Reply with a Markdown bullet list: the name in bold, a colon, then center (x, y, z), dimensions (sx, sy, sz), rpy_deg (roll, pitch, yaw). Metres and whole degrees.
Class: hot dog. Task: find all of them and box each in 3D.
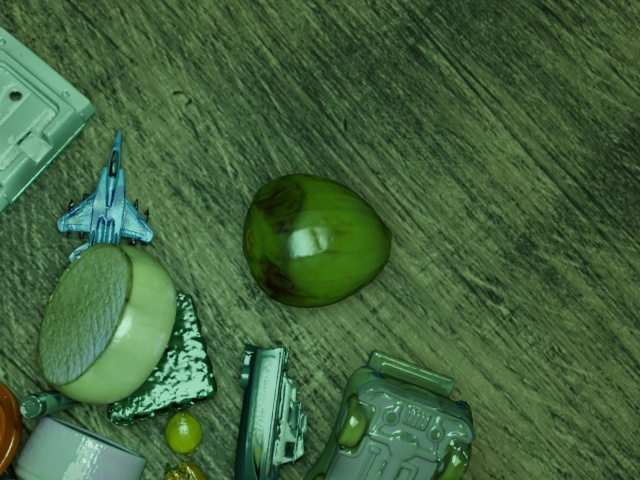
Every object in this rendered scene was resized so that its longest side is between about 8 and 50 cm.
- **hot dog**: center (-0.206, 0.459, 1.817), dimensions (0.072, 0.055, 0.188), rpy_deg (-38, 89, -11)

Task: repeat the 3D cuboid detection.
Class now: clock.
- **clock**: center (-0.589, 0.323, 1.738), dimensions (0.205, 0.051, 0.205), rpy_deg (-8, 63, 16)
- **clock**: center (-0.566, -0.217, 1.839), dimensions (0.231, 0.116, 0.262), rpy_deg (41, 76, 0)

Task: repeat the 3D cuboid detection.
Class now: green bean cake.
- **green bean cake**: center (-0.292, 0.205, 1.819), dimensions (0.193, 0.107, 0.208), rpy_deg (-14, 83, -8)

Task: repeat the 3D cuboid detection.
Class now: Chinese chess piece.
- **Chinese chess piece**: center (-0.357, 0.137, 1.737), dimensions (0.112, 0.270, 0.270), rpy_deg (30, 76, -37)

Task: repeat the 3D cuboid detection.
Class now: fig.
- **fig**: center (0.000, 0.000, 1.838), dimensions (0.271, 0.239, 0.239), rpy_deg (0, 81, -27)

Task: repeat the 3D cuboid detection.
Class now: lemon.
- **lemon**: center (-0.238, 0.339, 1.828), dimensions (0.065, 0.065, 0.092), rpy_deg (-11, 118, -10)

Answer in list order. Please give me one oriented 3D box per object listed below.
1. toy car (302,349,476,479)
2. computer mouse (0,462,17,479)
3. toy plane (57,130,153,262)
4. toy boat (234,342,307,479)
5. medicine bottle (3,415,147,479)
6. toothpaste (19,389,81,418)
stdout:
- **toy car**: center (0.106, 0.388, 1.820), dimensions (0.242, 0.226, 0.336), rpy_deg (20, 105, -6)
- **computer mouse**: center (-0.554, 0.408, 1.776), dimensions (0.079, 0.047, 0.135), rpy_deg (-27, 88, -11)
- **toy plane**: center (-0.376, -0.074, 1.867), dimensions (0.169, 0.078, 0.246), rpy_deg (6, 74, -8)
- **toy boat**: center (-0.084, 0.329, 1.827), dimensions (0.122, 0.114, 0.296), rpy_deg (4, 80, 0)
- **medicine bottle**: center (-0.447, 0.495, 1.690), dimensions (0.219, 0.219, 0.388), rpy_deg (26, 78, -4)
- **toothpaste**: center (-0.443, 0.265, 1.716), dimensions (0.062, 0.239, 0.039), rpy_deg (14, 85, 2)
